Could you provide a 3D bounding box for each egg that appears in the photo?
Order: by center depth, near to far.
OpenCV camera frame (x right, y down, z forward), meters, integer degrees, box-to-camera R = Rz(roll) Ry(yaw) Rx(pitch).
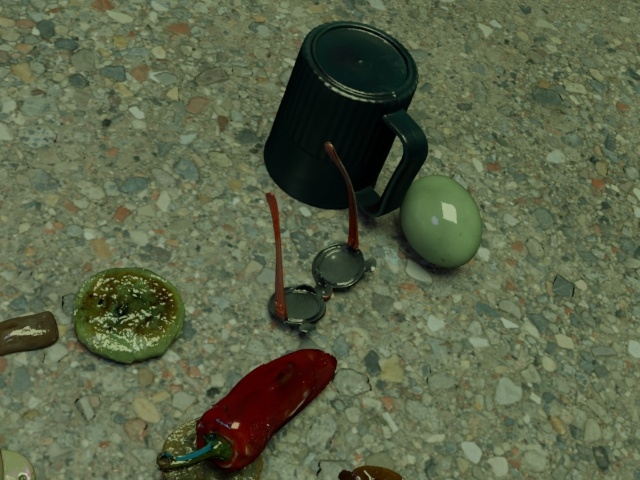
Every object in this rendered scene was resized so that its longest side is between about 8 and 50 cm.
[{"bbox_3d":[0.232,-0.037,1.632,0.149,0.149,0.192,-14,65,-27],"label":"egg"}]

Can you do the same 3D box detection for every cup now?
[{"bbox_3d":[0.042,-0.219,1.617,0.242,0.292,0.308,4,51,-16],"label":"cup"}]

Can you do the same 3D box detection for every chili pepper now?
[{"bbox_3d":[-0.091,0.259,1.310,0.110,0.110,0.387,40,38,14],"label":"chili pepper"}]

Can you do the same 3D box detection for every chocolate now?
[{"bbox_3d":[-0.466,0.140,1.336,0.100,0.031,0.065,-9,53,-23],"label":"chocolate"}]

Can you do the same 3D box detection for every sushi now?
[{"bbox_3d":[0.088,0.388,1.320,0.120,0.055,0.052,13,39,-22],"label":"sushi"}]

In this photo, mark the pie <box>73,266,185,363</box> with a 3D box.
[{"bbox_3d":[-0.315,0.118,1.397,0.186,0.041,0.187,9,53,-12],"label":"pie"}]

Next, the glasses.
[{"bbox_3d":[0.000,0.000,1.458,0.118,0.268,0.234,27,49,28],"label":"glasses"}]

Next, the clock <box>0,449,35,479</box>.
[{"bbox_3d":[-0.563,0.309,1.124,0.309,0.114,0.284,37,49,8],"label":"clock"}]

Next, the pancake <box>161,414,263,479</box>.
[{"bbox_3d":[-0.164,0.336,1.291,0.158,0.028,0.158,10,48,-11],"label":"pancake"}]
